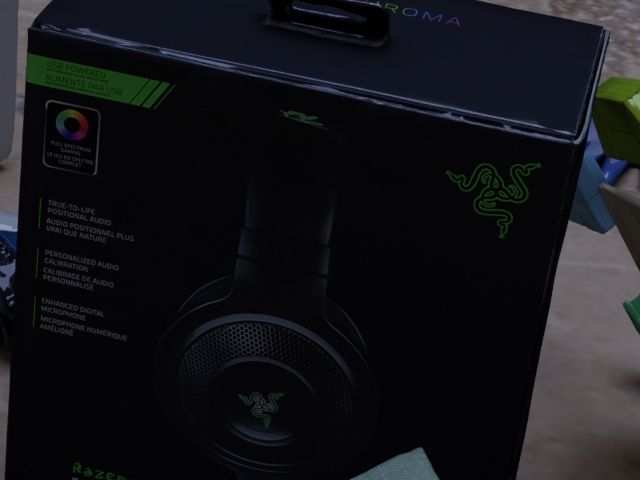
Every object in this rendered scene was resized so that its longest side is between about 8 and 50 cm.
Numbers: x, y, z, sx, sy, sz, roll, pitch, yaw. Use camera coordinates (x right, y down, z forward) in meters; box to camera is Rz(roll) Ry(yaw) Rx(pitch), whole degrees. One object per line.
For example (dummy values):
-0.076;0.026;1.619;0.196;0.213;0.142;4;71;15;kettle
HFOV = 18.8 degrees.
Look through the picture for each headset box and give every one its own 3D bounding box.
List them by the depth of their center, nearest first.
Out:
-0.009;0.006;0.918;0.246;0.283;0.131;13;31;7;headset box

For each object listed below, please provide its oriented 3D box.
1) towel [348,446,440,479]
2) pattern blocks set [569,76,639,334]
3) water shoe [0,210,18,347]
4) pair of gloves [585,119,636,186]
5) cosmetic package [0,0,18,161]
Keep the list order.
-0.068;0.215;0.661;0.325;0.038;0.248;-25;39;-4;towel
0.209;0.046;0.947;0.026;0.285;0.325;-34;9;-8;pattern blocks set
-0.153;0.030;1.072;0.203;0.073;0.080;5;52;2;water shoe
0.163;-0.090;1.376;0.198;0.023;0.159;24;32;23;pair of gloves
-0.425;-0.206;1.131;0.394;0.327;0.329;25;35;28;cosmetic package
